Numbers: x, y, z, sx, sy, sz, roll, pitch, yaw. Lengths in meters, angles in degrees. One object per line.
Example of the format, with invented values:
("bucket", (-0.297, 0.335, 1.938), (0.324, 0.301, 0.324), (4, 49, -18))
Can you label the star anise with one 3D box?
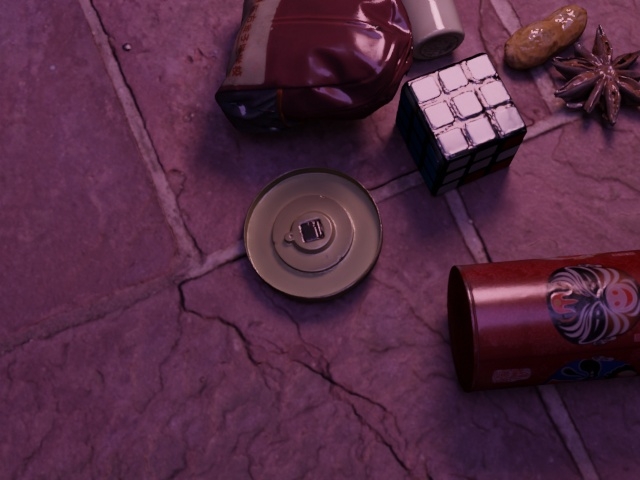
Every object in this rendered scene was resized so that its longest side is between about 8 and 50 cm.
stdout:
("star anise", (0.507, -0.287, 1.825), (0.195, 0.065, 0.182), (33, 69, 13))

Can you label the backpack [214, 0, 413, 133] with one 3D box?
("backpack", (0.004, -0.315, 1.726), (0.317, 0.197, 0.283), (1, 68, 24))

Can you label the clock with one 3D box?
("clock", (-0.012, -0.013, 1.715), (0.234, 0.029, 0.235), (-3, 70, 7))

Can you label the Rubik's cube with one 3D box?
("Rubik's cube", (0.231, -0.193, 1.732), (0.163, 0.162, 0.161), (-22, 74, -10))

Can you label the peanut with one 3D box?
("peanut", (0.406, -0.366, 1.837), (0.174, 0.080, 0.080), (-32, 75, -10))

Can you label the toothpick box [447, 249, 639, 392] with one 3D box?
("toothpick box", (0.381, 0.124, 1.611), (0.333, 0.204, 0.204), (-4, 72, -2))

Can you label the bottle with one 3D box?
("bottle", (0.177, -0.454, 1.848), (0.104, 0.104, 0.245), (-14, 73, -6))
